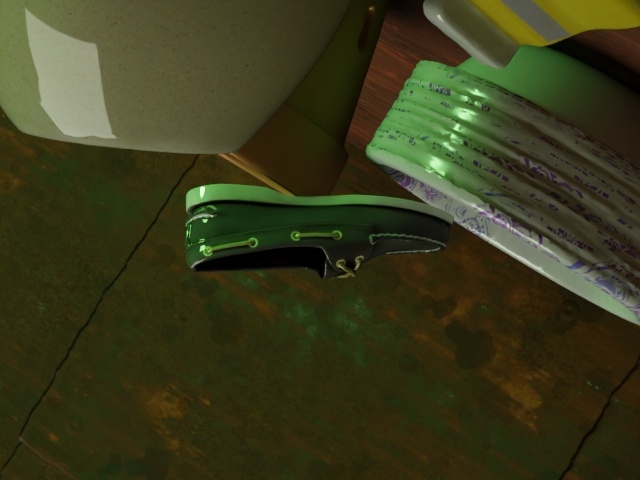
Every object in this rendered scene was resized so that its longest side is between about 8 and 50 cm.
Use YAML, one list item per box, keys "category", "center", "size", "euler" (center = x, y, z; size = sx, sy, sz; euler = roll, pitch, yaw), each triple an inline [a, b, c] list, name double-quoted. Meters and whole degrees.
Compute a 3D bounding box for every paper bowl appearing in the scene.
- category: "paper bowl"
  center: [0.191, -0.058, 1.035]
  size: [0.284, 0.148, 0.284]
  euler: [31, 180, 0]

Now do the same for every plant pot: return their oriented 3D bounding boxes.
- category: "plant pot"
  center: [-0.103, -0.152, 0.734]
  size: [0.284, 0.191, 0.284]
  euler: [6, -173, -1]
- category: "plant pot"
  center: [-0.073, -0.185, 1.136]
  size: [0.291, 0.203, 0.291]
  euler: [31, 179, 0]

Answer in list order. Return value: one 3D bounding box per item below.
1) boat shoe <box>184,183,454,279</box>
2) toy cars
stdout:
- category: "boat shoe"
  center: [0.000, 0.000, 1.055]
  size: [0.227, 0.069, 0.081]
  euler: [3, 163, -7]
- category: "toy cars"
  center: [0.188, -0.096, 0.687]
  size: [0.393, 0.087, 0.176]
  euler: [31, 180, 14]
